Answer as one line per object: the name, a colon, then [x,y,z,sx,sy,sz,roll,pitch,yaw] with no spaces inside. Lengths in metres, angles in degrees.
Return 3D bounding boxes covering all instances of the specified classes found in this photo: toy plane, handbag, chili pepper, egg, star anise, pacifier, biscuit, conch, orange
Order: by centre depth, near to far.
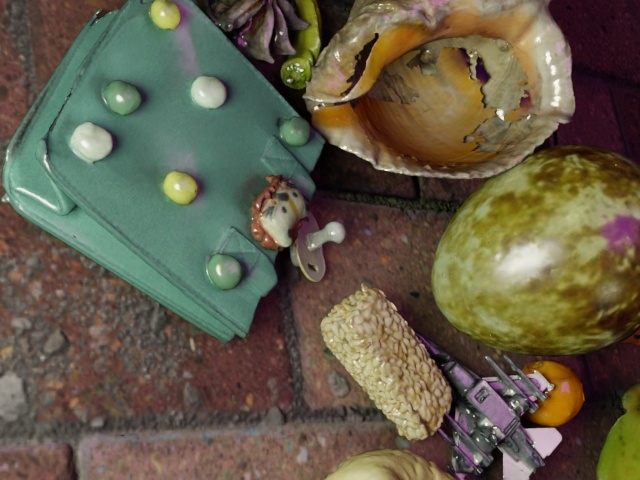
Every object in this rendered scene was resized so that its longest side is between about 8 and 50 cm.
handbag: [-0.125,-0.082,1.028,0.274,0.100,0.268,40,48,-22]
pacifier: [0.000,0.000,1.135,0.068,0.064,0.083,19,58,-57]
biscuit: [0.070,0.129,1.136,0.168,0.070,0.082,52,52,-15]
star anise: [-0.079,-0.269,1.146,0.204,0.061,0.180,-79,149,-42]
toy plane: [0.178,0.180,1.210,0.160,0.082,0.234,-44,104,-18]
egg: [0.265,0.018,1.245,0.289,0.238,0.238,-25,89,-15]
chili pepper: [-0.021,-0.248,1.251,0.049,0.043,0.208,6,59,-11]
conch: [0.136,-0.202,1.269,0.352,0.210,0.297,-37,85,-7]
orange: [0.267,0.179,1.292,0.084,0.083,0.083,20,59,-36]

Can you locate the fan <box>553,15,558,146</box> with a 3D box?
fan: [0.297,-0.177,1.399,0.329,0.009,0.190,74,19,-50]

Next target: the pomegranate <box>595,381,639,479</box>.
pomegranate: [0.524,0.315,1.359,0.358,0.216,0.310,48,50,-8]

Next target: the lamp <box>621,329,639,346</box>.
lamp: [0.406,0.050,1.429,0.188,0.164,0.187,17,42,-15]

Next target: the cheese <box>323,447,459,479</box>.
cheese: [0.090,0.311,1.042,0.214,0.117,0.226,27,50,-39]
